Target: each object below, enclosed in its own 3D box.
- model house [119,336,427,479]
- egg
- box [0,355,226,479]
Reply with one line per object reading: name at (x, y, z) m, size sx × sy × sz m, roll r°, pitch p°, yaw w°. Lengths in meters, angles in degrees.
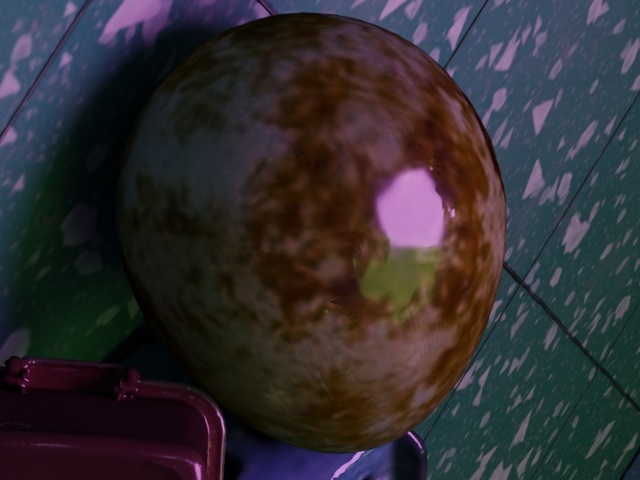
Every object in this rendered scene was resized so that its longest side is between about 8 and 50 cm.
model house at (-0.107, 0.222, 1.272) m, size 0.303 × 0.215 × 0.237 m, roll -38°, pitch 150°, yaw -31°
egg at (0.000, 0.000, 1.137) m, size 0.238 × 0.238 × 0.289 m, roll -44°, pitch 129°, yaw -32°
box at (-0.154, 0.219, 1.031) m, size 0.167 × 0.193 × 0.294 m, roll -158°, pitch -107°, yaw -85°
